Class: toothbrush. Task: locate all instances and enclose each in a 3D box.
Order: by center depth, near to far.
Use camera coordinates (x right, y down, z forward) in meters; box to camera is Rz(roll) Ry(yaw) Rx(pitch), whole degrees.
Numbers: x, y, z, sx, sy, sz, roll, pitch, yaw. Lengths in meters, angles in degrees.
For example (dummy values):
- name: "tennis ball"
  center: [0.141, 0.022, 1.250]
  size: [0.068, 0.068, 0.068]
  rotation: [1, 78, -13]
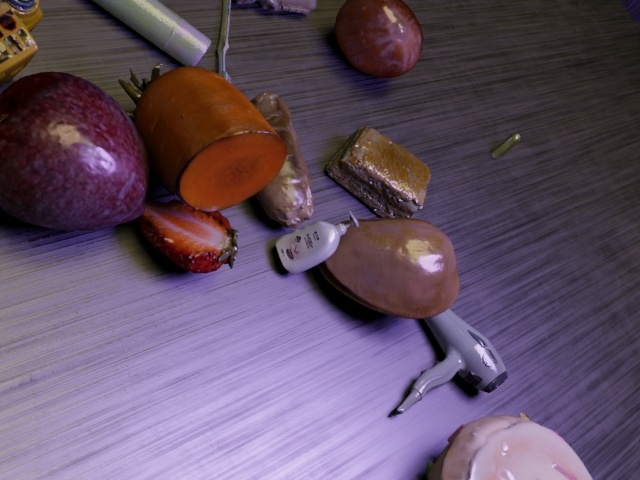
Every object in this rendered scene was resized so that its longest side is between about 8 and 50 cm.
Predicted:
- name: "toothbrush"
  center: [-0.193, -0.406, 1.796]
  size: [0.028, 0.026, 0.294]
  rotation: [32, 42, -43]

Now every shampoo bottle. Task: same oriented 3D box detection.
- name: "shampoo bottle"
  center: [0.000, 0.000, 1.567]
  size: [0.045, 0.152, 0.077]
  rotation: [46, 22, -61]

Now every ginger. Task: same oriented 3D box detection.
- name: "ginger"
  center: [-0.083, -0.147, 1.639]
  size: [0.116, 0.109, 0.263]
  rotation: [-6, 60, -11]

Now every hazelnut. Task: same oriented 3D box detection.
- name: "hazelnut"
  center: [0.134, -0.455, 1.970]
  size: [0.214, 0.214, 0.176]
  rotation: [35, 86, -14]

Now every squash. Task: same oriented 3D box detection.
- name: "squash"
  center: [0.445, -0.227, 2.131]
  size: [0.027, 0.083, 0.027]
  rotation: [20, 50, -25]

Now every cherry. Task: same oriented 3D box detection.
- name: "cherry"
  center: [-0.375, -0.125, 1.327]
  size: [0.300, 0.203, 0.230]
  rotation: [35, 35, -33]

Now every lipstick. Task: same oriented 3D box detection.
- name: "lipstick"
  center: [-0.347, -0.435, 1.662]
  size: [0.304, 0.076, 0.076]
  rotation: [34, 45, -15]

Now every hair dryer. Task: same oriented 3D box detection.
- name: "hair dryer"
  center: [0.197, 0.195, 1.650]
  size: [0.267, 0.092, 0.229]
  rotation: [-7, 57, -31]

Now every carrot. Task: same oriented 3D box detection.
- name: "carrot"
  center: [-0.201, -0.173, 1.460]
  size: [0.193, 0.214, 0.331]
  rotation: [-11, 43, -32]

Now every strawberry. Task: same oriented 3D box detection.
- name: "strawberry"
  center: [-0.222, -0.004, 1.444]
  size: [0.187, 0.082, 0.146]
  rotation: [27, 23, -1]

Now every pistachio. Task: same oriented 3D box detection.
- name: "pistachio"
  center: [0.123, 0.049, 1.623]
  size: [0.261, 0.163, 0.212]
  rotation: [-2, 48, -14]

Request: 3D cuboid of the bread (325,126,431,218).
- name: "bread"
  center: [0.122, -0.136, 1.798]
  size: [0.196, 0.102, 0.138]
  rotation: [38, 41, -9]

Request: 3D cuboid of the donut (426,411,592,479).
- name: "donut"
  center: [0.320, 0.448, 1.497]
  size: [0.371, 0.150, 0.307]
  rotation: [3, 58, -37]

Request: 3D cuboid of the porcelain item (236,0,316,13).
- name: "porcelain item"
  center: [-0.105, -0.529, 1.934]
  size: [0.213, 0.054, 0.084]
  rotation: [-13, 66, -44]

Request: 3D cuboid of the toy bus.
- name: "toy bus"
  center: [-0.543, -0.274, 1.358]
  size: [0.123, 0.121, 0.335]
  rotation: [49, 42, -11]
